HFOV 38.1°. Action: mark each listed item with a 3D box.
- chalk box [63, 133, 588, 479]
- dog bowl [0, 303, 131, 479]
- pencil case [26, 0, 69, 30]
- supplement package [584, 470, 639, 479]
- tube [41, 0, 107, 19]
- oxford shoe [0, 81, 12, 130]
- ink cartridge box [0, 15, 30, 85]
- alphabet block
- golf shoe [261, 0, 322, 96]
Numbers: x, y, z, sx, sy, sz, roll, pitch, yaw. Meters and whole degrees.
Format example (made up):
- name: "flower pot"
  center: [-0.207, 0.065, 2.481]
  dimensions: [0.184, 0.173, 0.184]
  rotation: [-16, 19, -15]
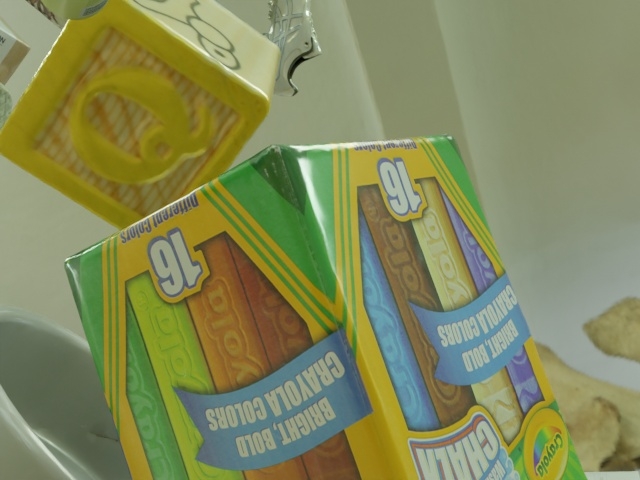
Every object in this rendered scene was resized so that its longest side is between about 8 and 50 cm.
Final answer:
- name: "chalk box"
  center: [0.015, 0.108, 0.514]
  dimensions: [0.180, 0.289, 0.179]
  rotation: [-26, -9, 36]
- name: "dog bowl"
  center: [-0.173, 0.185, 0.699]
  dimensions: [0.102, 0.349, 0.349]
  rotation: [-48, -58, 1]
- name: "pencil case"
  center: [-0.401, -0.416, 1.146]
  dimensions: [0.410, 0.183, 0.160]
  rotation: [42, -38, -24]
- name: "supplement package"
  center: [0.137, 0.264, 0.743]
  dimensions: [0.244, 0.134, 0.139]
  rotation: [-5, -5, 15]
- name: "tube"
  center: [-0.159, -0.203, 0.634]
  dimensions: [0.062, 0.240, 0.070]
  rotation: [-16, -81, -18]
- name: "oxford shoe"
  center: [-0.507, -0.185, 1.071]
  dimensions: [0.130, 0.449, 0.169]
  rotation: [28, -90, 5]
- name: "ink cartridge box"
  center: [-0.578, -0.348, 1.386]
  dimensions: [0.088, 0.193, 0.234]
  rotation: [-51, -35, 5]
- name: "alphabet block"
  center: [-0.167, -0.142, 0.911]
  dimensions: [0.192, 0.197, 0.193]
  rotation: [32, -68, -13]
- name: "golf shoe"
  center: [-0.027, -0.257, 1.120]
  dimensions: [0.086, 0.069, 0.176]
  rotation: [27, -80, 11]
